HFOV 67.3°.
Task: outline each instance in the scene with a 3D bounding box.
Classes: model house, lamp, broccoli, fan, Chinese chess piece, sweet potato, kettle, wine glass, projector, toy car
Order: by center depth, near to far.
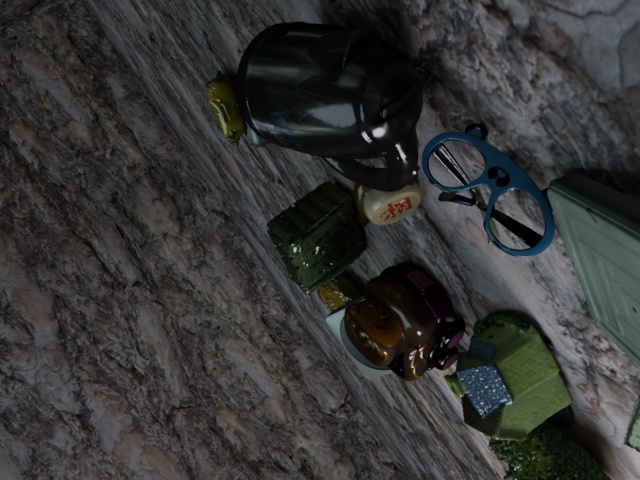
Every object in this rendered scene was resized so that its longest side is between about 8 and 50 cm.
[{"bbox_3d":[0.385,0.064,0.576,0.267,0.047,0.269,59,-171,-20],"label":"lamp"},{"bbox_3d":[0.044,-0.218,0.844,0.324,0.228,0.321,29,152,47],"label":"kettle"},{"bbox_3d":[0.349,0.278,0.980,0.214,0.189,0.195,60,162,-13],"label":"model house"},{"bbox_3d":[0.146,-0.082,0.982,0.122,0.121,0.051,91,156,-63],"label":"Chinese chess piece"},{"bbox_3d":[0.472,0.543,1.066,0.375,0.301,0.250,75,-167,-59],"label":"broccoli"},{"bbox_3d":[0.448,0.290,1.070,0.223,0.012,0.295,28,148,60],"label":"fan"},{"bbox_3d":[0.113,-0.084,1.186,0.250,0.059,0.069,81,169,-62],"label":"sweet potato"},{"bbox_3d":[0.195,0.236,1.245,0.271,0.240,0.341,43,155,38],"label":"toy car"},{"bbox_3d":[-0.204,-0.368,1.474,0.072,0.072,0.156,37,156,45],"label":"wine glass"},{"bbox_3d":[0.179,0.297,1.531,0.257,0.079,0.259,-32,94,39],"label":"projector"}]

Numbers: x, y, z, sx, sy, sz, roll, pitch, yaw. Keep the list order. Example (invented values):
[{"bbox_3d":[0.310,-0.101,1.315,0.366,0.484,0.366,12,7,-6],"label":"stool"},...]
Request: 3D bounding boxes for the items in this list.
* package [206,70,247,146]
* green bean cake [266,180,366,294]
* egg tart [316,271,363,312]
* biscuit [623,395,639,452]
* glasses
[{"bbox_3d":[-0.288,-0.414,1.517,0.168,0.090,0.227,-85,-22,-62],"label":"package"},{"bbox_3d":[0.000,0.000,1.326,0.132,0.241,0.255,33,153,41],"label":"green bean cake"},{"bbox_3d":[0.090,0.204,1.711,0.291,0.107,0.291,44,160,20],"label":"egg tart"},{"bbox_3d":[0.523,0.255,0.582,0.249,0.046,0.148,22,111,46],"label":"biscuit"},{"bbox_3d":[0.255,-0.050,0.782,0.239,0.102,0.207,48,161,21],"label":"glasses"}]
